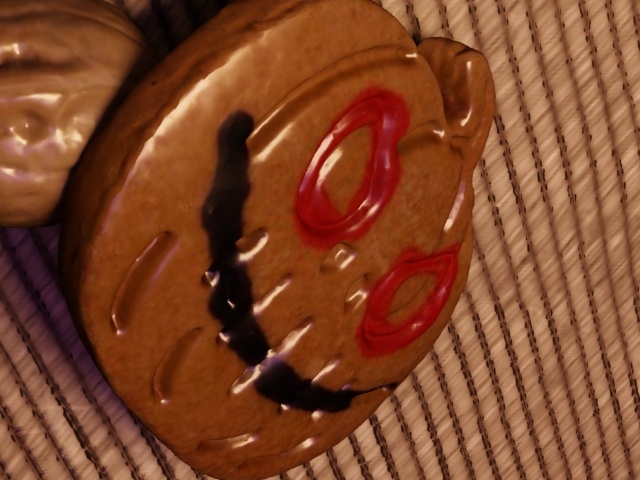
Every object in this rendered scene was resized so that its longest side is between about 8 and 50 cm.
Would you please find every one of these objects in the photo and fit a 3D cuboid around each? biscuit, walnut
[{"bbox_3d":[0.001,0.001,0.803,0.314,0.063,0.367,-42,143,-11],"label":"biscuit"},{"bbox_3d":[-0.168,-0.076,0.718,0.162,0.140,0.140,-4,119,-3],"label":"walnut"}]
